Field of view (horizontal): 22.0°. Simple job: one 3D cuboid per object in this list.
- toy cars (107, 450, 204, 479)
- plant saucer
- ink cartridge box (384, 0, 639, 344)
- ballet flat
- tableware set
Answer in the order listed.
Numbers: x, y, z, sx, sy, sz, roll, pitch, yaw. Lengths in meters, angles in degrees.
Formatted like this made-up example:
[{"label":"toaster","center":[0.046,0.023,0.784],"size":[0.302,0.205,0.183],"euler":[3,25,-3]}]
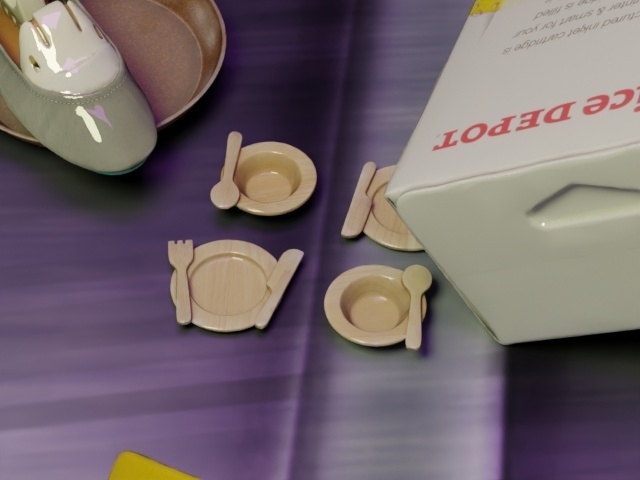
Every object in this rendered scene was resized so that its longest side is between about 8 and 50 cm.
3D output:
[{"label":"toy cars","center":[-0.062,0.271,0.637],"size":[0.087,0.176,0.394],"euler":[24,41,-30]},{"label":"plant saucer","center":[-0.142,-0.112,1.011],"size":[0.168,0.029,0.168],"euler":[1,51,-1]},{"label":"ink cartridge box","center":[0.196,-0.106,0.883],"size":[0.226,0.131,0.306],"euler":[-11,42,40]},{"label":"ballet flat","center":[-0.166,-0.123,0.957],"size":[0.072,0.068,0.213],"euler":[-27,56,-20]},{"label":"tableware set","center":[0.000,0.000,0.926],"size":[0.168,0.020,0.141],"euler":[8,51,6]}]
